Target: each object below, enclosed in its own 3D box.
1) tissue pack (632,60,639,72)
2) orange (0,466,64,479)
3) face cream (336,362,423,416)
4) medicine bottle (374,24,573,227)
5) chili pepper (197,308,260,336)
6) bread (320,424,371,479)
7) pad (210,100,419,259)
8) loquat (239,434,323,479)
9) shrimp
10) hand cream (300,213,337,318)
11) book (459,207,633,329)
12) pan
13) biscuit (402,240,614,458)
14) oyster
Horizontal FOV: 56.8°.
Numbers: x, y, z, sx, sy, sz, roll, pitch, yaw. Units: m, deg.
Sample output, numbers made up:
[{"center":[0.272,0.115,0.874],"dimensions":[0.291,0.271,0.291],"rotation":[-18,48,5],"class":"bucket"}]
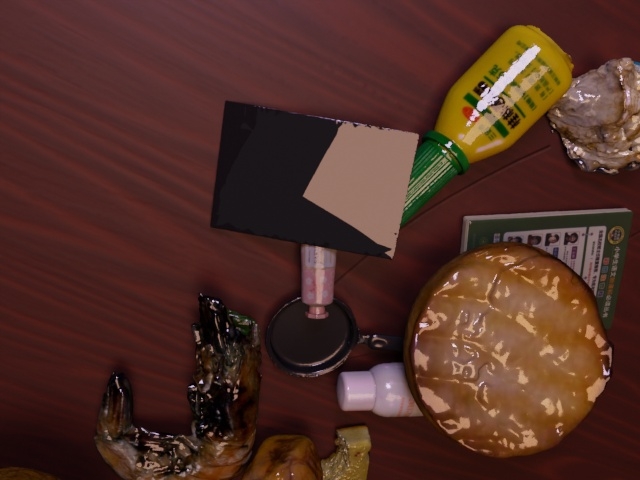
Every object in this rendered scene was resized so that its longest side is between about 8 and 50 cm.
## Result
[{"center":[0.479,-0.203,0.836],"dimensions":[0.138,0.028,0.085],"rotation":[7,105,-9],"class":"tissue pack"},{"center":[-0.412,0.461,0.732],"dimensions":[0.322,0.322,0.357],"rotation":[8,117,-14],"class":"orange"},{"center":[0.157,0.225,0.895],"dimensions":[0.269,0.082,0.082],"rotation":[0,110,-12],"class":"face cream"},{"center":[0.186,-0.137,0.771],"dimensions":[0.111,0.076,0.309],"rotation":[44,99,-1],"class":"medicine bottle"},{"center":[-0.127,0.117,0.828],"dimensions":[0.091,0.034,0.030],"rotation":[15,139,-17],"class":"chili pepper"},{"center":[0.027,0.405,0.952],"dimensions":[0.088,0.049,0.226],"rotation":[1,109,-12],"class":"bread"},{"center":[-0.012,-0.072,0.753],"dimensions":[0.245,0.006,0.170],"rotation":[10,105,1],"class":"pad"},{"center":[-0.061,0.350,0.868],"dimensions":[0.137,0.137,0.113],"rotation":[-34,84,2],"class":"loquat"},{"center":[-0.201,0.232,0.826],"dimensions":[0.233,0.071,0.365],"rotation":[2,118,-9],"class":"shrimp"},{"center":[0.000,0.000,0.795],"dimensions":[0.067,0.043,0.210],"rotation":[0,97,-11],"class":"hand cream"},{"center":[0.335,0.054,0.899],"dimensions":[0.264,0.027,0.202],"rotation":[-4,110,-10],"class":"book"},{"center":[0.035,0.143,0.867],"dimensions":[0.235,0.028,0.136],"rotation":[8,109,-11],"class":"pan"},{"center":[0.254,0.150,0.827],"dimensions":[0.296,0.102,0.296],"rotation":[0,89,-11],"class":"biscuit"},{"center":[0.379,-0.164,0.799],"dimensions":[0.191,0.081,0.163],"rotation":[5,116,8],"class":"oyster"}]
